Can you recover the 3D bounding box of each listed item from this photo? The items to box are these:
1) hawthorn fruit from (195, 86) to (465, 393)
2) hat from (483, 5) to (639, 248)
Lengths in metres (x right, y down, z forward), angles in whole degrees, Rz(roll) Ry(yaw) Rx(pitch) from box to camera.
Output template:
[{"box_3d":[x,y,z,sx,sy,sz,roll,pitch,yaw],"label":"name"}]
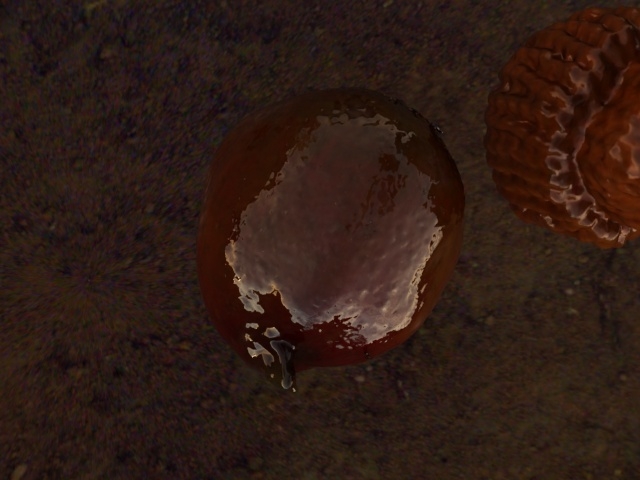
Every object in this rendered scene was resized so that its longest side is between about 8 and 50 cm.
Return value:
[{"box_3d":[0.002,-0.009,0.781,0.295,0.295,0.311,36,89,-13],"label":"hawthorn fruit"},{"box_3d":[0.357,-0.120,0.782,0.285,0.400,0.285,-2,101,-12],"label":"hat"}]
